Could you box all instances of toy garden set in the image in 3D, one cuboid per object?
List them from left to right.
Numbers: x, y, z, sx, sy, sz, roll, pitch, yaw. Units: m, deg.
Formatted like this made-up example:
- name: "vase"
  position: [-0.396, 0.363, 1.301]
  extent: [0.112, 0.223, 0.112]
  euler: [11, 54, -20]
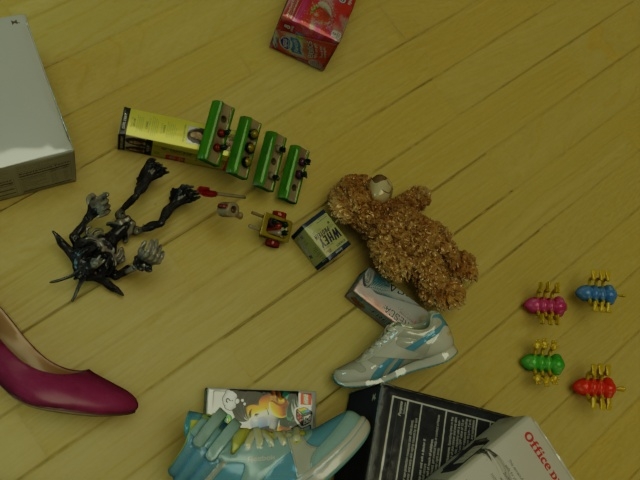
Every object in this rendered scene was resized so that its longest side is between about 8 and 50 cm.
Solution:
- name: "toy garden set"
  position: [-0.115, -0.109, 1.317]
  extent: [0.244, 0.049, 0.203]
  euler: [23, 76, -46]

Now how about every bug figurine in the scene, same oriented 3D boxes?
- name: "bug figurine"
  position: [0.511, 0.195, 1.471]
  extent: [0.216, 0.072, 0.279]
  euler: [9, 76, -8]

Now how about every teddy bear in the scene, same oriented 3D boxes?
- name: "teddy bear"
  position: [0.170, -0.011, 1.390]
  extent: [0.245, 0.113, 0.338]
  euler: [-31, 82, -36]

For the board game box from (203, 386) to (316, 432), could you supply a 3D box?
- name: "board game box"
  position: [-0.106, 0.406, 1.233]
  extent: [0.193, 0.053, 0.305]
  euler: [5, 73, -14]

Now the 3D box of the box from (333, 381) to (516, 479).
- name: "box"
  position: [0.181, 0.425, 1.244]
  extent: [0.294, 0.183, 0.296]
  euler: [17, 68, -13]

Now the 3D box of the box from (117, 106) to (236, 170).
- name: "box"
  position: [-0.252, -0.182, 1.348]
  extent: [0.232, 0.087, 0.058]
  euler: [10, 74, -15]

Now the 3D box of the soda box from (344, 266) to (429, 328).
- name: "soda box"
  position: [0.140, 0.133, 1.386]
  extent: [0.183, 0.058, 0.063]
  euler: [38, 68, -4]

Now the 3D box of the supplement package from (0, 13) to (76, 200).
- name: "supplement package"
  position: [-0.555, -0.215, 1.234]
  extent: [0.204, 0.145, 0.262]
  euler: [-19, 80, -21]

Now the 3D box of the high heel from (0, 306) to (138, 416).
- name: "high heel"
  position: [-0.457, 0.160, 1.156]
  extent: [0.377, 0.127, 0.181]
  euler: [17, 81, -8]

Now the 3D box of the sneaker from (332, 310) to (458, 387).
- name: "sneaker"
  position: [0.126, 0.200, 1.321]
  extent: [0.229, 0.087, 0.092]
  euler: [-20, 91, 0]

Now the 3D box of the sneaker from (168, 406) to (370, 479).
- name: "sneaker"
  position: [-0.095, 0.317, 1.144]
  extent: [0.319, 0.127, 0.208]
  euler: [-34, 83, -9]

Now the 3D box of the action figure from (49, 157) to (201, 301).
- name: "action figure"
  position: [-0.339, -0.018, 1.245]
  extent: [0.164, 0.141, 0.275]
  euler: [43, 65, -13]

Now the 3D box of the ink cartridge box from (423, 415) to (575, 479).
- name: "ink cartridge box"
  position: [0.265, 0.407, 1.123]
  extent: [0.237, 0.100, 0.172]
  euler: [-31, 84, -22]

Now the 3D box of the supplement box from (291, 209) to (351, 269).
- name: "supplement box"
  position: [0.000, 0.000, 1.369]
  extent: [0.056, 0.083, 0.083]
  euler: [-38, 88, -22]

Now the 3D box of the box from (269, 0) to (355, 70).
- name: "box"
  position: [0.004, -0.498, 1.497]
  extent: [0.128, 0.122, 0.257]
  euler: [23, 69, -8]
